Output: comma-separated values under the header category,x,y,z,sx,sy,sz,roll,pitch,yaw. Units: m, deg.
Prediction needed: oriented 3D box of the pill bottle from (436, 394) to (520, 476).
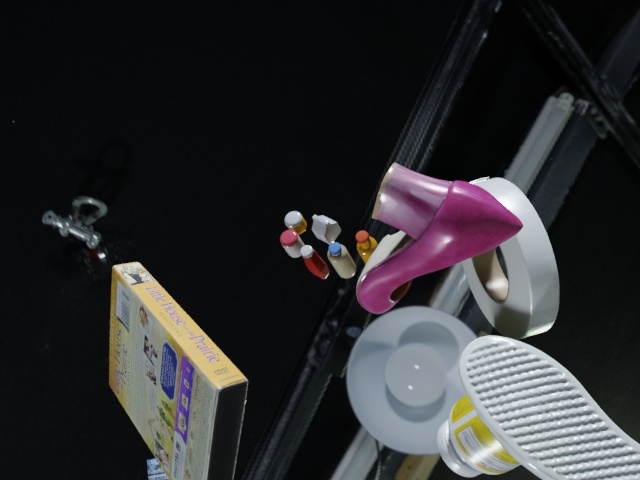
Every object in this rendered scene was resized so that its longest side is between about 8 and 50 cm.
category,x,y,z,sx,sy,sz,roll,pitch,yaw
pill bottle,0.412,0.410,1.285,0.187,0.188,0.334,3,-38,-29

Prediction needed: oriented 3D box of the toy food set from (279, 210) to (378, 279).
category,x,y,z,sx,sy,sz,roll,pitch,yaw
toy food set,0.000,0.000,1.122,0.111,0.232,0.104,-53,-31,-14

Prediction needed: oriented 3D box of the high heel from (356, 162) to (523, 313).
category,x,y,z,sx,sy,sz,roll,pitch,yaw
high heel,0.105,0.025,0.551,0.082,0.117,0.244,-55,-17,-33

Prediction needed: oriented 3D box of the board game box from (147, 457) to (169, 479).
category,x,y,z,sx,sy,sz,roll,pitch,yaw
board game box,-0.303,0.600,1.334,0.194,0.060,0.194,-6,-110,-15

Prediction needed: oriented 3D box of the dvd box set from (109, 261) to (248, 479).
category,x,y,z,sx,sy,sz,roll,pitch,yaw
dvd box set,-0.287,0.267,1.060,0.062,0.420,0.308,-10,-60,-39

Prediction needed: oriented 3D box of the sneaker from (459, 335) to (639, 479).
category,x,y,z,sx,sy,sz,roll,pitch,yaw
sneaker,0.330,0.283,0.762,0.135,0.366,0.150,-42,-21,-15

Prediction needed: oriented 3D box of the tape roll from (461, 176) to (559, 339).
category,x,y,z,sx,sy,sz,roll,pitch,yaw
tape roll,0.433,0.042,1.364,0.072,0.392,0.392,-16,-72,-6
